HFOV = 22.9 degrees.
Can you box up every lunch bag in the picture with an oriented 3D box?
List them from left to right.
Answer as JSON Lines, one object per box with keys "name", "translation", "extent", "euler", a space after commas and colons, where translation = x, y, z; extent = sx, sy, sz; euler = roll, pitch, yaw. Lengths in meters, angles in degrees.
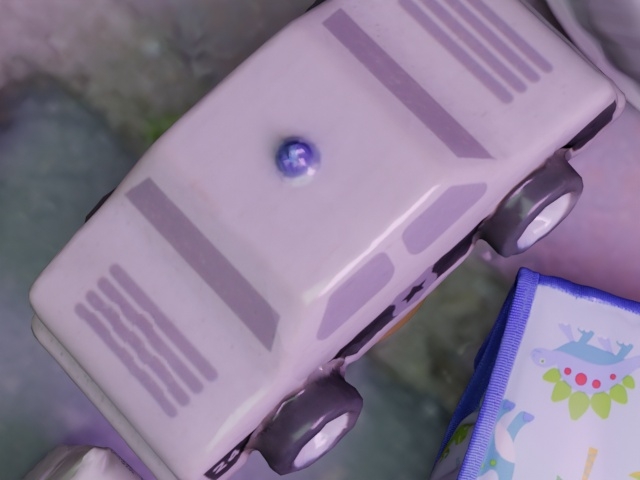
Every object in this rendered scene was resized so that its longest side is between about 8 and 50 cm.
{"name": "lunch bag", "translation": [0.100, 0.092, 0.517], "extent": [0.129, 0.096, 0.151], "euler": [17, 115, 0]}

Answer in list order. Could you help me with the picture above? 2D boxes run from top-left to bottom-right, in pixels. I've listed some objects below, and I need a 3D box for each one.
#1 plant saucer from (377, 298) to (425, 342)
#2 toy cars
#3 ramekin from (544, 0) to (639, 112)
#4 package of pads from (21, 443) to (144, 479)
{"name": "plant saucer", "translation": [0.000, 0.000, 0.543], "extent": [0.083, 0.013, 0.083], "euler": [1, 104, 4]}
{"name": "toy cars", "translation": [-0.105, -0.009, 0.476], "extent": [0.394, 0.087, 0.176], "euler": [-4, 74, 8]}
{"name": "ramekin", "translation": [0.183, -0.129, 0.435], "extent": [0.273, 0.127, 0.273], "euler": [1, 105, 4]}
{"name": "package of pads", "translation": [-0.093, 0.249, 0.510], "extent": [0.229, 0.101, 0.296], "euler": [45, 73, -9]}
